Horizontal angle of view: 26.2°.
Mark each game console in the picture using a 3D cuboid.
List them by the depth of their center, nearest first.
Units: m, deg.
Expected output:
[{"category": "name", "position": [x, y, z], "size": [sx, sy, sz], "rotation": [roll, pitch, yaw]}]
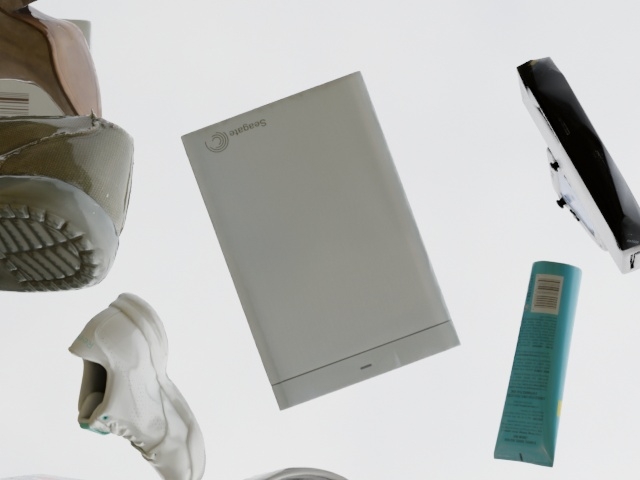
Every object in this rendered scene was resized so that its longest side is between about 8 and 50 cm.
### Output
[{"category": "game console", "position": [0.280, -0.051, 1.446], "size": [0.044, 0.361, 0.213], "rotation": [-28, -107, 5]}]

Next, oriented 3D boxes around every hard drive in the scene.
[{"category": "hard drive", "position": [0.000, 0.000, 1.663], "size": [0.233, 0.047, 0.353], "rotation": [-20, -92, 0]}]

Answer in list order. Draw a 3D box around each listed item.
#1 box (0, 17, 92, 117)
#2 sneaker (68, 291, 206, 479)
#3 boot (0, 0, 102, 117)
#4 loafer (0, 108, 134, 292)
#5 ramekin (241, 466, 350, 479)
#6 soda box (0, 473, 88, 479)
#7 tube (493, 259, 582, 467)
[{"category": "box", "position": [-0.315, -0.071, 1.322], "size": [0.345, 0.168, 0.215], "rotation": [152, -62, -75]}, {"category": "sneaker", "position": [-0.172, 0.152, 1.230], "size": [0.080, 0.094, 0.212], "rotation": [16, -46, 43]}, {"category": "boot", "position": [-0.184, -0.109, 0.807], "size": [0.087, 0.042, 0.118], "rotation": [-16, -85, 22]}, {"category": "loafer", "position": [-0.191, -0.022, 0.743], "size": [0.251, 0.094, 0.087], "rotation": [2, -132, 35]}, {"category": "ramekin", "position": [-0.038, 0.337, 1.434], "size": [0.109, 0.207, 0.207], "rotation": [169, -74, -64]}, {"category": "soda box", "position": [-0.352, 0.324, 1.650], "size": [0.069, 0.216, 0.074], "rotation": [6, -95, 14]}, {"category": "tube", "position": [0.224, 0.125, 1.404], "size": [0.080, 0.052, 0.207], "rotation": [-5, -111, 56]}]
